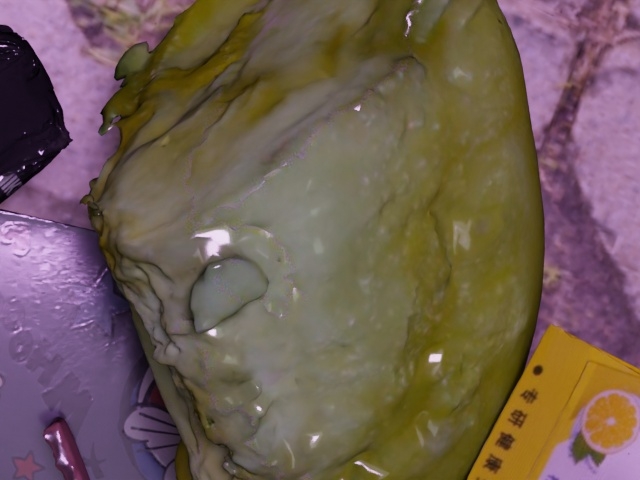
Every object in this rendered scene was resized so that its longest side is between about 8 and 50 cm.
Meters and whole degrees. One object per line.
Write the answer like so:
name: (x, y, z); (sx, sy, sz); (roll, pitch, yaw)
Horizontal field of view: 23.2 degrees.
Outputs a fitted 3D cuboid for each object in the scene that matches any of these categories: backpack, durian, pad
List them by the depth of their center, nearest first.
durian: (0.000, 0.000, 0.769); (0.256, 0.204, 0.339); (-40, 125, -37)
backpack: (-0.207, -0.039, 0.779); (0.165, 0.120, 0.106); (-27, 117, -10)
pad: (-0.106, 0.085, 0.857); (0.245, 0.006, 0.170); (13, 89, -13)

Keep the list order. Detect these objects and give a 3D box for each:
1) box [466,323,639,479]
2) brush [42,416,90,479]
box: (0.175, 0.171, 0.807); (0.265, 0.097, 0.168); (36, 82, -47)
brush: (-0.094, 0.238, 0.831); (0.071, 0.084, 0.301); (-16, 89, -10)
